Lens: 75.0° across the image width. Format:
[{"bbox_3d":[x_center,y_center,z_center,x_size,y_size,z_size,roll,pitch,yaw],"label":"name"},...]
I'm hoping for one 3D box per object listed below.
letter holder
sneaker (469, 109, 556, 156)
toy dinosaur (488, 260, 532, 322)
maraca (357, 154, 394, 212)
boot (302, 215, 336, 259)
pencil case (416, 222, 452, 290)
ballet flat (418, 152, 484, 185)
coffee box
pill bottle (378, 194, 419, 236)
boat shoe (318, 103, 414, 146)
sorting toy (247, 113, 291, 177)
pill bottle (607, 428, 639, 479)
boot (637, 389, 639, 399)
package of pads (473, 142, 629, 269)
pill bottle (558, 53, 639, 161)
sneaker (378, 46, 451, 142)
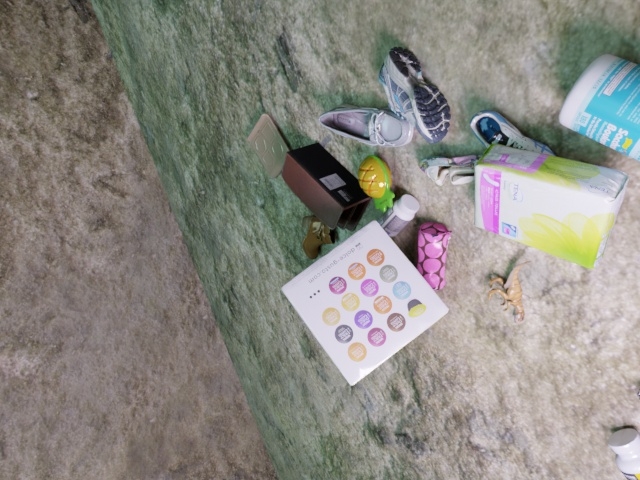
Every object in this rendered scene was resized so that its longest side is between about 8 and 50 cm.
[{"bbox_3d":[0.003,-0.165,1.502,0.302,0.152,0.214,47,141,21],"label":"letter holder"},{"bbox_3d":[0.456,-0.226,0.998,0.237,0.086,0.085,45,136,21],"label":"sneaker"},{"bbox_3d":[0.524,0.127,1.147,0.113,0.064,0.211,1,121,30],"label":"toy dinosaur"},{"bbox_3d":[0.179,-0.181,1.320,0.185,0.099,0.127,69,156,10],"label":"maraca"},{"bbox_3d":[0.000,0.000,1.661,0.153,0.073,0.196,13,122,40],"label":"boot"},{"bbox_3d":[0.346,0.054,1.280,0.098,0.095,0.209,6,120,19],"label":"pencil case"},{"bbox_3d":[0.355,-0.189,1.131,0.222,0.077,0.079,5,72,44],"label":"ballet flat"},{"bbox_3d":[0.135,0.198,1.294,0.334,0.338,0.338,53,176,14],"label":"coffee box"},{"bbox_3d":[0.248,-0.080,1.323,0.078,0.078,0.137,54,141,14],"label":"pill bottle"},{"bbox_3d":[0.137,-0.352,1.280,0.321,0.103,0.118,28,130,37],"label":"boat shoe"},{"bbox_3d":[-0.205,-0.387,1.716,0.208,0.038,0.193,56,141,3],"label":"sorting toy"},{"bbox_3d":[0.800,0.564,1.019,0.184,0.103,0.103,56,141,11],"label":"pill bottle"},{"bbox_3d":[0.808,0.329,0.891,0.229,0.091,0.262,-31,87,51],"label":"boot"},{"bbox_3d":[0.503,-0.087,0.952,0.297,0.101,0.229,27,152,37],"label":"package of pads"},{"bbox_3d":[0.605,-0.228,0.773,0.264,0.146,0.146,41,136,28],"label":"pill bottle"},{"bbox_3d":[0.253,-0.383,1.151,0.282,0.110,0.122,65,155,10],"label":"sneaker"}]
